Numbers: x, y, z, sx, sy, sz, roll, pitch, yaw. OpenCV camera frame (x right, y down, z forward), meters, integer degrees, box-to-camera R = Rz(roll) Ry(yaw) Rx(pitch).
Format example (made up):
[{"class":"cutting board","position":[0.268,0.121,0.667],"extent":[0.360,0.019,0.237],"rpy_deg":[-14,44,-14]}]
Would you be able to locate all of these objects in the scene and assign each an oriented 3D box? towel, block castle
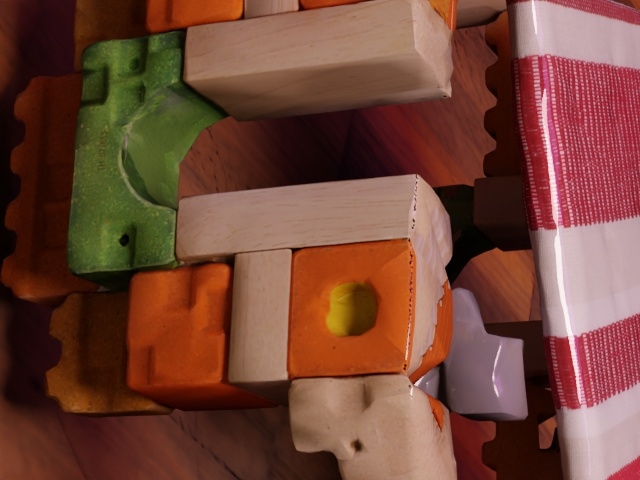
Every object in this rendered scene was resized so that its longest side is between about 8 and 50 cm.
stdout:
[{"class":"towel","position":[0.153,0.037,0.838],"extent":[0.237,0.037,0.329],"rpy_deg":[-7,90,-65]},{"class":"block castle","position":[0.000,0.000,0.797],"extent":[0.303,0.212,0.453],"rpy_deg":[35,54,-62]}]
